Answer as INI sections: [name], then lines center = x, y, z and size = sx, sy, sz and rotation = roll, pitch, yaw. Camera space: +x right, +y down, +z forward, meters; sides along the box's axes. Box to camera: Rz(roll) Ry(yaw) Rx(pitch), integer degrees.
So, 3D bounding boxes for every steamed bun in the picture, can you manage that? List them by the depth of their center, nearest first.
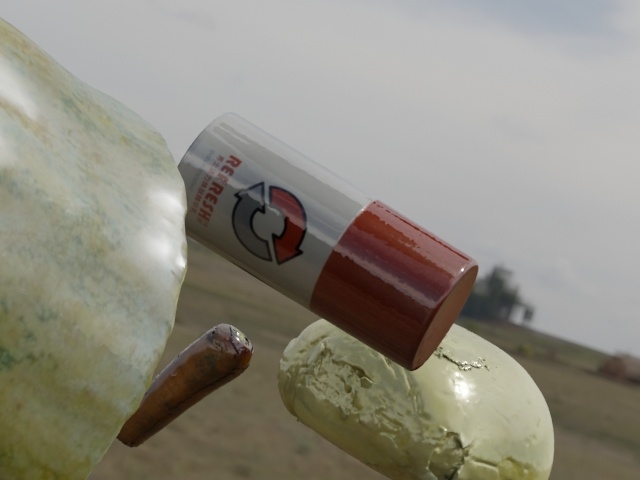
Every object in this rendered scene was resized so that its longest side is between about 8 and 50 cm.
[steamed bun]
center = 0.100, 0.154, 1.699
size = 0.232, 0.166, 0.273
rotation = 34, -4, -40

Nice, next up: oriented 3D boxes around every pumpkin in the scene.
[pumpkin]
center = -0.254, 0.013, 0.875
size = 0.332, 0.332, 0.199
rotation = 17, -17, 38

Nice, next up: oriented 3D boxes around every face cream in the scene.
[face cream]
center = 0.000, 0.000, 1.252
size = 0.214, 0.096, 0.096
rotation = 31, 2, 14

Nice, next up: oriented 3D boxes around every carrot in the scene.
[carrot]
center = -0.135, 0.142, 1.706
size = 0.055, 0.161, 0.055
rotation = 47, 15, -16
